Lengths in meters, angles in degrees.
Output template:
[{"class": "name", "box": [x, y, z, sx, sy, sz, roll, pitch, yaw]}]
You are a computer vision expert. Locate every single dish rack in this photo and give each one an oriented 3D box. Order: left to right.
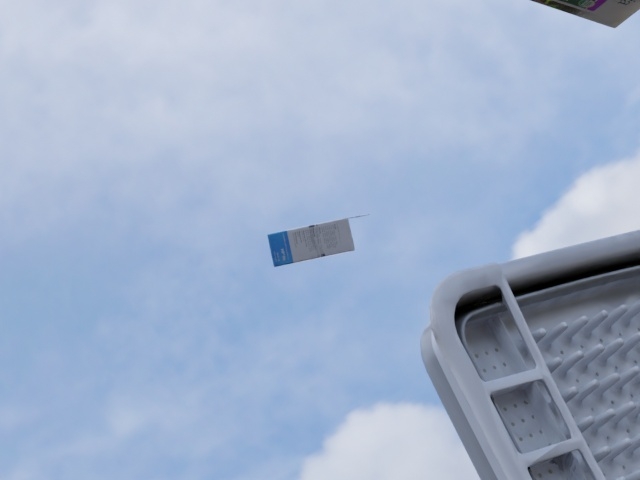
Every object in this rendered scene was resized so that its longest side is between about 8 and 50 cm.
[{"class": "dish rack", "box": [0.226, 0.141, 1.284, 0.333, 0.285, 0.072, -12, -22, -41]}]

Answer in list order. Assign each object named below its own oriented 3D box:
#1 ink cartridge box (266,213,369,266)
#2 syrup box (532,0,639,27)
[{"class": "ink cartridge box", "box": [0.000, 0.000, 1.400, 0.083, 0.028, 0.048, -12, 0, -2]}, {"class": "syrup box", "box": [0.249, -0.319, 1.883, 0.237, 0.096, 0.093, 16, -25, -19]}]
